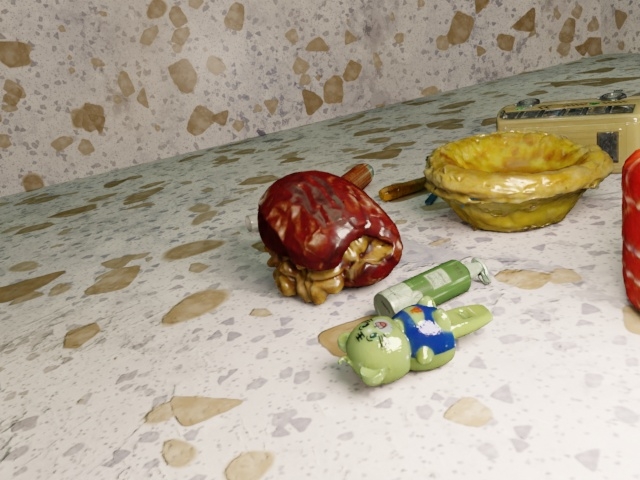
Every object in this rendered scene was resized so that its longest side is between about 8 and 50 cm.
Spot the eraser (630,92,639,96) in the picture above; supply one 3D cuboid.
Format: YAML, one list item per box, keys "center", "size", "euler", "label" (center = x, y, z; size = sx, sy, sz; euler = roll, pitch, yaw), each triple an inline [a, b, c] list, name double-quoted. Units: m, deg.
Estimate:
- center: [1.000, -0.381, 1.664]
  size: [0.171, 0.087, 0.290]
  euler: [1, 24, 25]
  label: "eraser"

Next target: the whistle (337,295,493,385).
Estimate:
- center: [0.129, 0.129, 0.752]
  size: [0.228, 0.085, 0.105]
  euler: [-17, 29, -14]
  label: "whistle"

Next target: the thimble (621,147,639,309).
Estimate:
- center: [0.567, -0.019, 0.695]
  size: [0.350, 0.230, 0.350]
  euler: [-12, 19, 4]
  label: "thimble"

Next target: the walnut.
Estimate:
- center: [0.000, 0.000, 1.039]
  size: [0.244, 0.222, 0.269]
  euler: [-48, 36, -5]
  label: "walnut"

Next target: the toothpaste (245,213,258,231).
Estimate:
- center: [-0.101, -0.064, 1.496]
  size: [0.194, 0.045, 0.071]
  euler: [-14, 27, -25]
  label: "toothpaste"

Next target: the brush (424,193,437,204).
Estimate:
- center: [0.304, -0.125, 1.463]
  size: [0.051, 0.014, 0.164]
  euler: [-2, 22, 30]
  label: "brush"

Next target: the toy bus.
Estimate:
- center: [0.628, -0.267, 1.428]
  size: [0.366, 0.176, 0.202]
  euler: [4, 31, 35]
  label: "toy bus"

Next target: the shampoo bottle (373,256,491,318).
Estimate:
- center: [0.187, 0.077, 0.905]
  size: [0.205, 0.065, 0.065]
  euler: [-21, 21, -24]
  label: "shampoo bottle"

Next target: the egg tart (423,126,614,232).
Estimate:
- center: [0.404, -0.126, 1.186]
  size: [0.388, 0.168, 0.388]
  euler: [-8, 22, 3]
  label: "egg tart"

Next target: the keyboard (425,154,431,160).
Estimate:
- center: [0.400, -0.249, 1.738]
  size: [0.072, 0.023, 0.231]
  euler: [-17, 20, -7]
  label: "keyboard"

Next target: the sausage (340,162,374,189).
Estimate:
- center: [0.099, -0.170, 1.626]
  size: [0.083, 0.083, 0.264]
  euler: [-2, 20, 26]
  label: "sausage"

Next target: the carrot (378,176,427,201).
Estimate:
- center: [0.236, -0.144, 1.513]
  size: [0.171, 0.042, 0.042]
  euler: [-19, 21, -19]
  label: "carrot"
